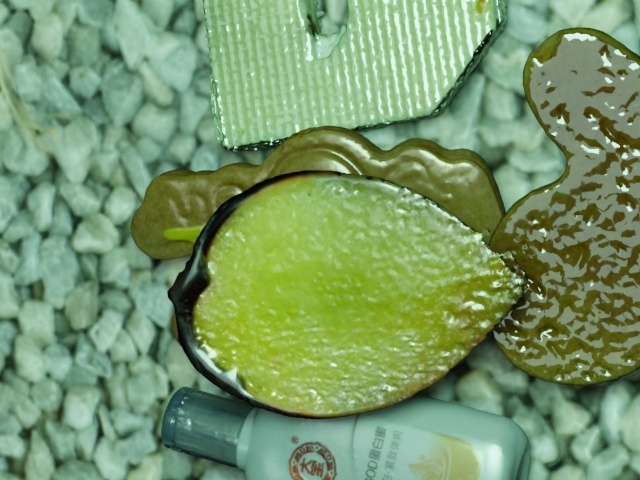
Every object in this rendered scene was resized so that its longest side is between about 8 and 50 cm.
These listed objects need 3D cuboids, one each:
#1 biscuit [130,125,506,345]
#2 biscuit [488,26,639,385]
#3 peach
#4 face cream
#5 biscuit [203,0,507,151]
[{"bbox_3d":[-0.001,0.001,1.500,0.295,0.044,0.186,-19,105,21],"label":"biscuit"},{"bbox_3d":[0.283,-0.070,1.401,0.283,0.064,0.432,41,107,5],"label":"biscuit"},{"bbox_3d":[0.024,0.034,1.445,0.279,0.068,0.189,-4,105,17],"label":"peach"},{"bbox_3d":[0.015,0.174,1.508,0.291,0.071,0.144,15,98,20],"label":"face cream"},{"bbox_3d":[0.027,-0.159,1.502,0.250,0.046,0.147,-10,89,21],"label":"biscuit"}]
